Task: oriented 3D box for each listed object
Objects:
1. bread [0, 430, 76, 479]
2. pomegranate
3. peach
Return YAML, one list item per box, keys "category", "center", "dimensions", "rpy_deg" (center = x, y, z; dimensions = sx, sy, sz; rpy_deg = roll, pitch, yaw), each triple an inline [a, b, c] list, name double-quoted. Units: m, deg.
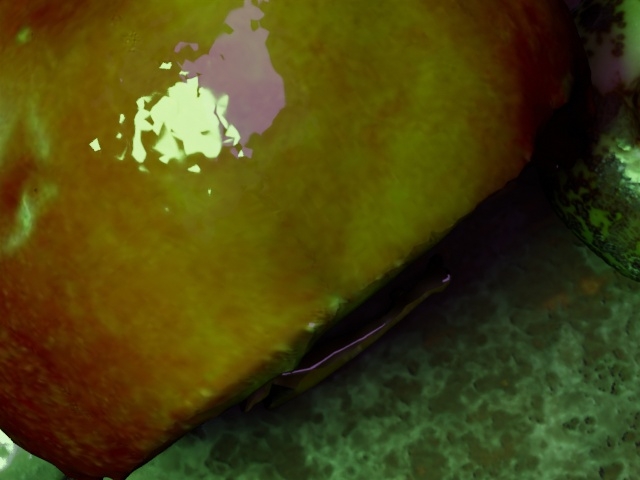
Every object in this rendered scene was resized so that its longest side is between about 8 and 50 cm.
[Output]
- category: "bread"
  center: [-0.255, 0.141, 1.185]
  dimensions: [0.183, 0.102, 0.337]
  rpy_deg: [31, 85, 8]
- category: "pomegranate"
  center: [0.227, -0.073, 1.067]
  dimensions: [0.214, 0.248, 0.214]
  rpy_deg: [0, 88, 7]
- category: "peach"
  center: [-0.061, -0.066, 1.041]
  dimensions: [0.406, 0.335, 0.310]
  rpy_deg: [-39, 86, 26]
